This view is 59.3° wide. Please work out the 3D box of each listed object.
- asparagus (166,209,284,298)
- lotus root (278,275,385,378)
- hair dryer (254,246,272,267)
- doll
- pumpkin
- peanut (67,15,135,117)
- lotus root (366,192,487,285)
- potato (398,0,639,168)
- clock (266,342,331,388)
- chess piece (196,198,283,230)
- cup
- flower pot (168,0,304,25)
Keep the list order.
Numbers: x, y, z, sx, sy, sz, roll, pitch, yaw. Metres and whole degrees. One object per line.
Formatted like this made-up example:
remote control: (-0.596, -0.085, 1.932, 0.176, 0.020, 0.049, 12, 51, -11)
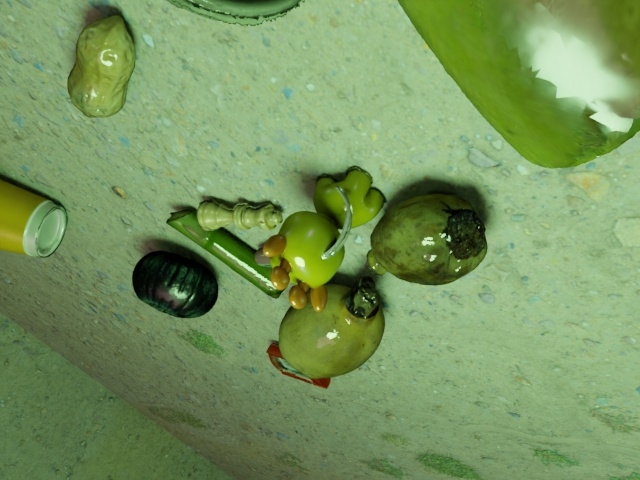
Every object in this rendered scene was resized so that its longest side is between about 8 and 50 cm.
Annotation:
asparagus: (-0.183, 0.020, 1.137, 0.278, 0.060, 0.067, 37, 165, -15)
lotus root: (0.033, 0.162, 1.078, 0.183, 0.182, 0.310, 33, 140, -9)
hair dryer: (-0.046, 0.059, 1.105, 0.154, 0.054, 0.106, 41, 149, -27)
doll: (0.000, 0.000, 0.836, 0.135, 0.221, 0.143, -4, 133, 44)
pumpkin: (-0.325, 0.097, 1.267, 0.202, 0.140, 0.202, 19, 161, 7)
peanut: (-0.329, -0.250, 0.848, 0.099, 0.099, 0.214, 36, 140, -14)
lotus root: (0.143, 0.003, 0.823, 0.138, 0.138, 0.214, 44, 144, -24)
potato: (0.150, -0.230, 0.422, 0.280, 0.212, 0.330, 31, 145, -7)
clock: (-0.054, 0.314, 1.446, 0.155, 0.061, 0.113, 8, 142, 32)
chess piece: (-0.143, -0.044, 1.024, 0.172, 0.060, 0.060, 2, 139, 29)
cup: (-0.764, -0.060, 1.328, 0.280, 0.196, 0.196, 18, 146, 1)
flower pot: (-0.105, -0.309, 0.516, 0.235, 0.235, 0.141, 47, 164, -28)
